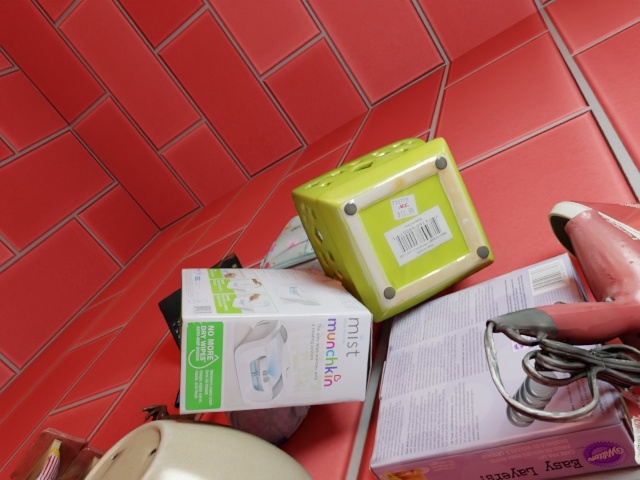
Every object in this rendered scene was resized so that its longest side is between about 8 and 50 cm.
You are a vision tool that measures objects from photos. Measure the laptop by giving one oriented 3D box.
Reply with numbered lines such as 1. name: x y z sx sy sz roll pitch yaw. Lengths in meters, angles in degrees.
1. laptop: -0.251 0.186 1.096 0.234 0.264 0.136 -33 -17 7

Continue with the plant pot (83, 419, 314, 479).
1. plant pot: -0.167 0.321 0.565 0.284 0.190 0.284 -32 20 13

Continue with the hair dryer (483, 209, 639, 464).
1. hair dryer: 0.254 0.062 0.416 0.080 0.224 0.293 -52 5 37

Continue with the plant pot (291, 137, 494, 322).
1. plant pot: 0.109 -0.018 0.741 0.228 0.227 0.207 -26 9 -6

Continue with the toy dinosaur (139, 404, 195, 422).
1. toy dinosaur: -0.254 0.324 0.848 0.118 0.064 0.268 -23 43 24

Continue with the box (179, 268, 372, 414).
1. box: -0.081 0.120 0.706 0.231 0.126 0.262 1 8 -17

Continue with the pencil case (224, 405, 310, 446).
1. pencil case: -0.112 0.222 0.818 0.124 0.113 0.273 -24 16 -16

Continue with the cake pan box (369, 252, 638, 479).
1. cake pan box: 0.188 0.142 0.564 0.246 0.070 0.266 -24 23 26

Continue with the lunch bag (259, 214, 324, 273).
1. lunch bag: 0.000 0.000 1.148 0.224 0.107 0.279 -23 23 34

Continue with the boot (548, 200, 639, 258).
1. boot: 0.405 -0.027 0.567 0.176 0.088 0.244 -38 27 -6

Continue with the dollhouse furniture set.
1. dollhouse furniture set: -0.489 0.516 0.787 0.374 0.152 0.201 -53 20 3
